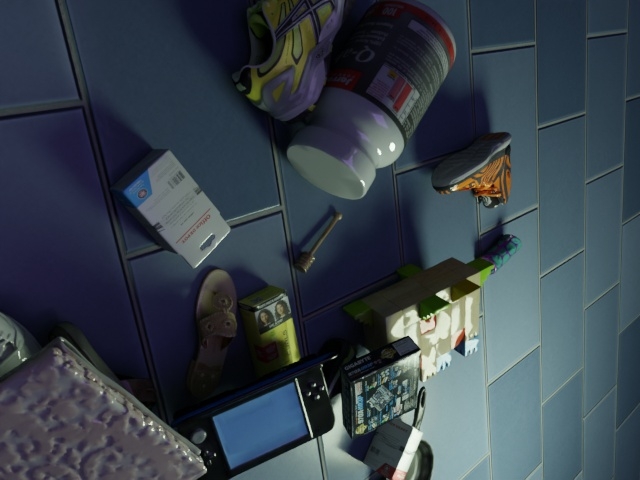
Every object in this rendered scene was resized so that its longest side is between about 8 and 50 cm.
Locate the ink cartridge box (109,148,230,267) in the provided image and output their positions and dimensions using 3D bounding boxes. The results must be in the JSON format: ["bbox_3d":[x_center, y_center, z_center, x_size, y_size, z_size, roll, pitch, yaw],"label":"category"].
[{"bbox_3d":[-0.245,-0.051,0.912,0.104,0.060,0.180,-50,126,-24],"label":"ink cartridge box"}]

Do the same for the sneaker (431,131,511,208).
[{"bbox_3d":[0.418,-0.151,1.431,0.321,0.125,0.180,-32,117,-33],"label":"sneaker"}]

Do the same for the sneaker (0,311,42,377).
[{"bbox_3d":[-0.447,0.125,0.697,0.108,0.169,0.292,-51,128,-24],"label":"sneaker"}]

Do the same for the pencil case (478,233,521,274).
[{"bbox_3d":[0.519,0.039,1.595,0.152,0.065,0.070,-36,135,-32],"label":"pencil case"}]

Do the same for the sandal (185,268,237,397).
[{"bbox_3d":[-0.181,0.176,0.997,0.088,0.079,0.239,11,90,-42],"label":"sandal"}]

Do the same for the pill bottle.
[{"bbox_3d":[0.099,-0.274,1.072,0.210,0.210,0.362,44,69,-37],"label":"pill bottle"}]

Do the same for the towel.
[{"bbox_3d":[-0.385,0.321,0.779,0.317,0.053,0.331,-34,122,2],"label":"towel"}]

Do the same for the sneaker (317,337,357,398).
[{"bbox_3d":[0.016,0.325,1.194,0.234,0.084,0.097,-54,129,-20],"label":"sneaker"}]

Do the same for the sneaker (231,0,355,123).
[{"bbox_3d":[-0.041,-0.411,0.972,0.147,0.145,0.384,18,82,-37],"label":"sneaker"}]

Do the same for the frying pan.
[{"bbox_3d":[0.219,0.560,1.437,0.197,0.053,0.325,-25,112,-36],"label":"frying pan"}]

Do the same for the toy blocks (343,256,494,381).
[{"bbox_3d":[0.250,0.218,1.335,0.382,0.191,0.260,-21,121,-25],"label":"toy blocks"}]

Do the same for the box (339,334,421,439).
[{"bbox_3d":[0.132,0.327,1.206,0.175,0.051,0.220,-21,132,-18],"label":"box"}]

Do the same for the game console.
[{"bbox_3d":[-0.100,0.328,0.981,0.293,0.173,0.250,-20,109,-16],"label":"game console"}]

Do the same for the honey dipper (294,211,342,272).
[{"bbox_3d":[0.000,0.000,1.160,0.160,0.031,0.030,-54,128,-25],"label":"honey dipper"}]

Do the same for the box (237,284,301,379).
[{"bbox_3d":[-0.094,0.213,1.094,0.087,0.058,0.232,-24,113,-36],"label":"box"}]

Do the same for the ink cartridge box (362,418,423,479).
[{"bbox_3d":[0.181,0.516,1.362,0.056,0.099,0.135,37,74,-39],"label":"ink cartridge box"}]

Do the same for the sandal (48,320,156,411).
[{"bbox_3d":[-0.313,0.240,0.875,0.086,0.120,0.302,-47,126,-42],"label":"sandal"}]
